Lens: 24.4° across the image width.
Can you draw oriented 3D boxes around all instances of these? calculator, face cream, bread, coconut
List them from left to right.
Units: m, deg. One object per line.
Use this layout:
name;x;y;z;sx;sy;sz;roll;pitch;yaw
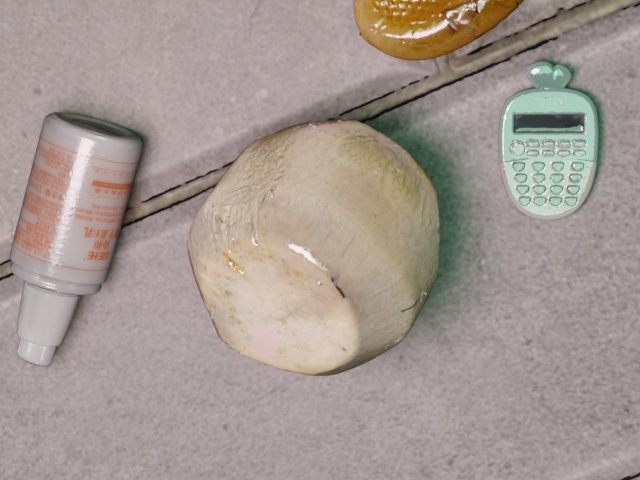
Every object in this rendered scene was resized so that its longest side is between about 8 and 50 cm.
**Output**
face cream;-0.252;0.006;1.455;0.101;0.101;0.252;17;100;5
coconut;-0.002;-0.002;1.367;0.227;0.230;0.227;12;129;16
bread;0.121;-0.236;1.382;0.189;0.077;0.114;-26;74;11
calculator;0.218;-0.095;1.417;0.095;0.021;0.153;0;99;7
